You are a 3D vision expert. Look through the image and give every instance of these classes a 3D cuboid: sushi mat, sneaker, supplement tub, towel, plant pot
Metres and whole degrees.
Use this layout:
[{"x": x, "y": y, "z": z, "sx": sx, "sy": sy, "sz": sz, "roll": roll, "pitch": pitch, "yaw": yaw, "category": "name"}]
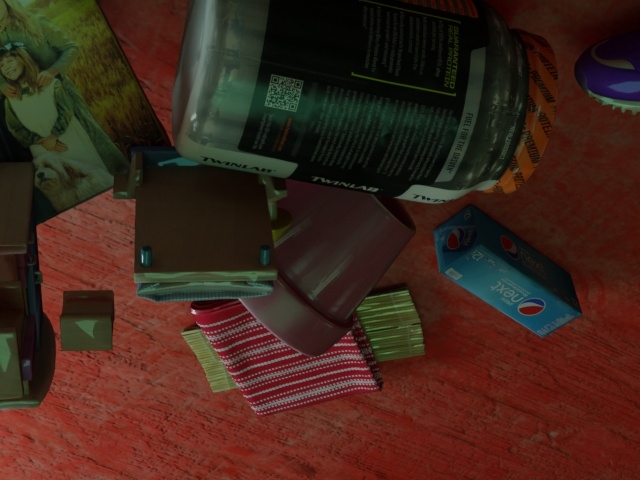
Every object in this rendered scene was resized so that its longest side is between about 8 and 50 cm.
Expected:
[{"x": -0.018, "y": 0.138, "z": 1.464, "sx": 0.316, "sy": 0.019, "sz": 0.151, "roll": -11, "pitch": 136, "yaw": 5, "category": "sushi mat"}, {"x": 0.399, "y": -0.223, "z": 1.069, "sx": 0.293, "sy": 0.102, "sz": 0.146, "roll": -10, "pitch": 133, "yaw": -2, "category": "sneaker"}, {"x": 0.039, "y": -0.151, "z": 1.021, "sx": 0.337, "sy": 0.207, "sz": 0.207, "roll": 10, "pitch": 135, "yaw": -15, "category": "supplement tub"}, {"x": -0.039, "y": 0.145, "z": 1.434, "sx": 0.198, "sy": 0.031, "sz": 0.275, "roll": -14, "pitch": 137, "yaw": 10, "category": "towel"}, {"x": 0.000, "y": 0.000, "z": 1.204, "sx": 0.180, "sy": 0.201, "sz": 0.201, "roll": -41, "pitch": 129, "yaw": 13, "category": "plant pot"}]

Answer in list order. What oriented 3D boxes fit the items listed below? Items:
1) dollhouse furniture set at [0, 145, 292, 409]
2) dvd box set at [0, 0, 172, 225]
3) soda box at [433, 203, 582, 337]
[{"x": -0.163, "y": 0.067, "z": 1.010, "sx": 0.303, "sy": 0.286, "sz": 0.198, "roll": -2, "pitch": 126, "yaw": -9, "category": "dollhouse furniture set"}, {"x": -0.351, "y": -0.179, "z": 0.970, "sx": 0.307, "sy": 0.062, "sz": 0.420, "roll": -26, "pitch": 131, "yaw": -5, "category": "dvd box set"}, {"x": 0.238, "y": 0.042, "z": 1.349, "sx": 0.210, "sy": 0.071, "sz": 0.067, "roll": 32, "pitch": 127, "yaw": -33, "category": "soda box"}]
